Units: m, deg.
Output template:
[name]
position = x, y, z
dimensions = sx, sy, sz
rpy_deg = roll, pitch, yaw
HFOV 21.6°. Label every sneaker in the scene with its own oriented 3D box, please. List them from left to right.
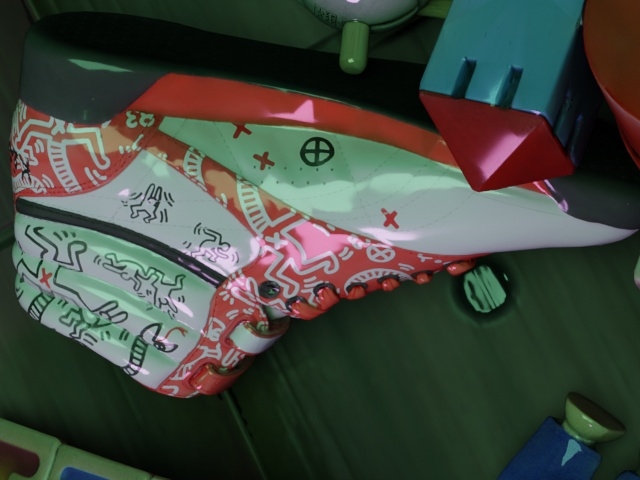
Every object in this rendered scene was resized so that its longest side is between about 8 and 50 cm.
[sneaker]
position = -0.001, -0.001, 0.709
dimensions = 0.270, 0.090, 0.145
rpy_deg = 12, 114, 2

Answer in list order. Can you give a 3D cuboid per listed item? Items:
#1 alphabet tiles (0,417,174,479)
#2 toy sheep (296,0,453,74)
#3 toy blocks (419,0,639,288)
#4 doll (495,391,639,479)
[alphabet tiles]
position = -0.114, 0.231, 0.683
dimensions = 0.342, 0.011, 0.285
rpy_deg = 12, 80, 39
[toy sheep]
position = 0.023, -0.131, 0.695
dimensions = 0.091, 0.091, 0.132
rpy_deg = 0, 66, 16
[toy blocks]
position = 0.193, -0.059, 0.558
dimensions = 0.381, 0.191, 0.261
rpy_deg = 15, 76, 28
[doll]
position = 0.083, 0.163, 0.701
dimensions = 0.129, 0.046, 0.189
rpy_deg = 35, 99, 14
